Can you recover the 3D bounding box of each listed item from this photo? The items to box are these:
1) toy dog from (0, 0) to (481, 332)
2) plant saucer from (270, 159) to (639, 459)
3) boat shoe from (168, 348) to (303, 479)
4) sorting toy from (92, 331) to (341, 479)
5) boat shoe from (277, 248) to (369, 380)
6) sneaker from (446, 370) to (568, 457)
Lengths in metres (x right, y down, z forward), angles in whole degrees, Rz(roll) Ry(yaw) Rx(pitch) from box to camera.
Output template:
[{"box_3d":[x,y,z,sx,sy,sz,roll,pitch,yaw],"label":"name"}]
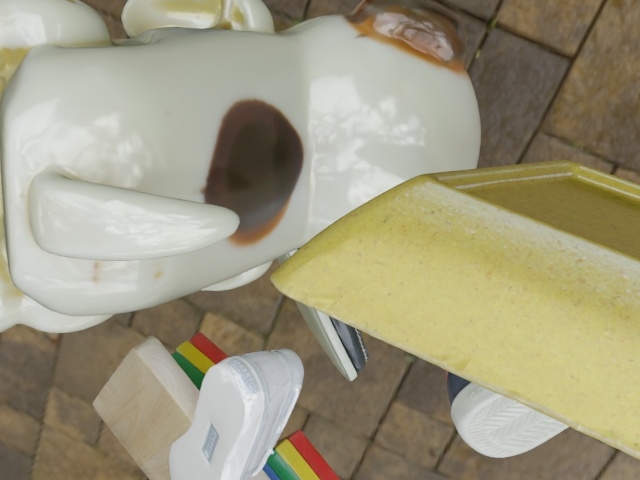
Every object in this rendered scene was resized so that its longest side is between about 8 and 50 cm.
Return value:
[{"box_3d":[-0.069,-0.087,0.931,0.395,0.408,0.284,3,100,63],"label":"toy dog"},{"box_3d":[0.195,0.029,0.692,0.333,0.333,0.081,22,107,28],"label":"plant saucer"},{"box_3d":[-0.057,0.134,0.809,0.066,0.063,0.184,51,142,31],"label":"boat shoe"},{"box_3d":[-0.093,0.209,1.161,0.255,0.089,0.257,51,154,3],"label":"sorting toy"},{"box_3d":[-0.001,0.000,1.439,0.340,0.113,0.127,63,169,2],"label":"boat shoe"},{"box_3d":[0.283,0.081,1.184,0.350,0.148,0.131,-22,127,7],"label":"sneaker"}]
